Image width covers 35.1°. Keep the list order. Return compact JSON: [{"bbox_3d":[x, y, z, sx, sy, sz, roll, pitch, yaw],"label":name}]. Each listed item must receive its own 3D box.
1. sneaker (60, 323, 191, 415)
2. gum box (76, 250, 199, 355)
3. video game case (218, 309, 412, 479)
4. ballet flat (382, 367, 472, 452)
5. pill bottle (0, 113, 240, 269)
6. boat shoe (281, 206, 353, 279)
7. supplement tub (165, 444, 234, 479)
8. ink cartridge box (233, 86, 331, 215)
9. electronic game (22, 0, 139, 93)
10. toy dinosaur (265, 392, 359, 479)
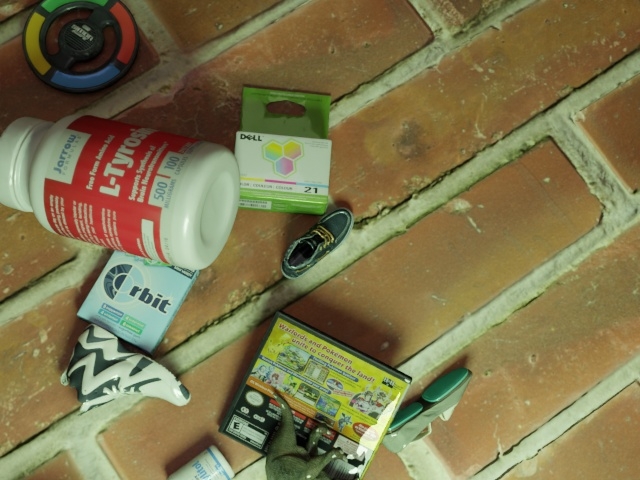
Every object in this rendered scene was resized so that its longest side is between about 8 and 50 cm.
[{"bbox_3d":[-0.362,0.270,1.821,0.235,0.094,0.153,32,76,4],"label":"sneaker"},{"bbox_3d":[-0.339,0.098,1.895,0.157,0.041,0.184,28,73,3],"label":"gum box"},{"bbox_3d":[-0.010,0.297,1.830,0.275,0.035,0.248,27,95,5],"label":"video game case"},{"bbox_3d":[0.202,0.318,1.879,0.213,0.072,0.068,-33,108,-12],"label":"ballet flat"},{"bbox_3d":[-0.370,-0.100,1.826,0.408,0.229,0.229,14,74,15],"label":"pill bottle"},{"bbox_3d":[0.000,0.000,1.929,0.065,0.083,0.183,43,76,7],"label":"boat shoe"},{"bbox_3d":[-0.214,0.422,1.804,0.107,0.071,0.071,-35,81,-13],"label":"supplement tub"},{"bbox_3d":[-0.074,-0.188,1.967,0.189,0.097,0.255,5,75,-4],"label":"ink cartridge box"},{"bbox_3d":[-0.476,-0.399,2.014,0.229,0.048,0.229,1,75,-4],"label":"electronic game"},{"bbox_3d":[-0.023,0.419,1.758,0.160,0.121,0.313,-30,93,-7],"label":"toy dinosaur"}]
